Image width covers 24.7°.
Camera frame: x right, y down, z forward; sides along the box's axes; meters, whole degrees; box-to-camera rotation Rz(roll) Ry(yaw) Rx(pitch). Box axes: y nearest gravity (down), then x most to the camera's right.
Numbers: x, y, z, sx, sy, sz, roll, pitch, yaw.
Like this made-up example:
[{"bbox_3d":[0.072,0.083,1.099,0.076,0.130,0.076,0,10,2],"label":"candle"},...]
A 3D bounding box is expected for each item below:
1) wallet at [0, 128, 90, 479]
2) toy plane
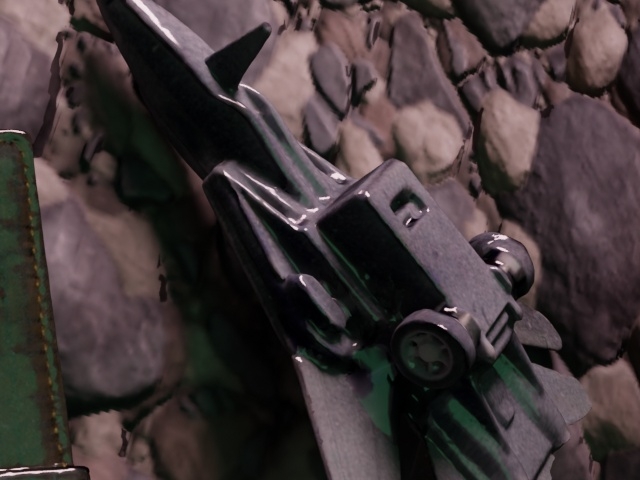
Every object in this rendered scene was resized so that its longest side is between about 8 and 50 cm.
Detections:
[{"bbox_3d":[-0.152,0.122,0.474,0.169,0.044,0.317,-5,81,-29],"label":"wallet"},{"bbox_3d":[0.008,-0.005,0.573,0.267,0.088,0.212,56,35,-7],"label":"toy plane"}]
